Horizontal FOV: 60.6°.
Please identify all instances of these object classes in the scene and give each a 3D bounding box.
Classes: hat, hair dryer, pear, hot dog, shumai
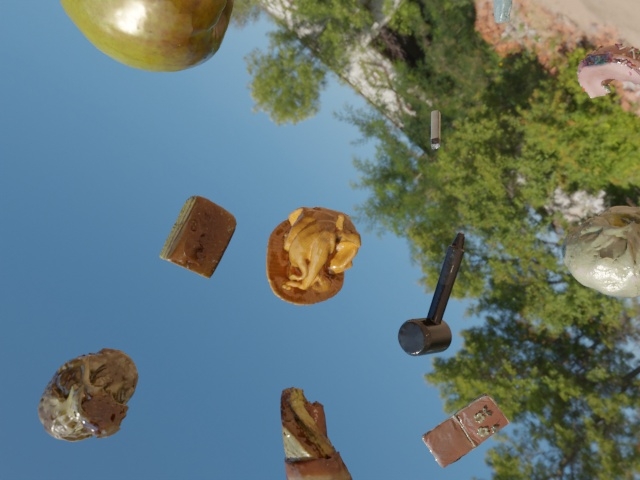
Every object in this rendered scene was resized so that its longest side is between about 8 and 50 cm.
[{"bbox_3d":[0.000,0.000,1.287,0.244,0.233,0.233,-32,-101,-34],"label":"hat"},{"bbox_3d":[0.229,0.103,1.048,0.070,0.248,0.114,24,-169,37],"label":"hair dryer"},{"bbox_3d":[-0.186,-0.283,0.606,0.200,0.200,0.200,35,-156,-18],"label":"pear"},{"bbox_3d":[-0.002,0.332,0.741,0.092,0.123,0.262,-3,-101,-9],"label":"hot dog"},{"bbox_3d":[-0.471,0.318,1.107,0.162,0.209,0.153,63,163,-9],"label":"shumai"}]

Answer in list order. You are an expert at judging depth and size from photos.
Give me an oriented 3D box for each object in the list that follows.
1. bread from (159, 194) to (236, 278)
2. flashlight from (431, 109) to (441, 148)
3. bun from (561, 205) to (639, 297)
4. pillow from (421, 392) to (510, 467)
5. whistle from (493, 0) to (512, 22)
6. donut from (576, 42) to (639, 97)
[{"bbox_3d":[-0.392,-0.011,1.793,0.184,0.234,0.110,32,164,-39],"label":"bread"},{"bbox_3d":[0.229,-0.220,1.086,0.018,0.018,0.083,48,-139,-53],"label":"flashlight"},{"bbox_3d":[0.649,0.014,1.183,0.239,0.238,0.141,-95,-11,-58],"label":"bun"},{"bbox_3d":[0.400,0.525,1.515,0.126,0.232,0.043,52,-174,-8],"label":"pillow"},{"bbox_3d":[0.392,-0.571,1.137,0.122,0.223,0.123,-4,-163,1],"label":"whistle"},{"bbox_3d":[0.608,-0.366,1.156,0.117,0.065,0.166,35,170,-18],"label":"donut"}]
